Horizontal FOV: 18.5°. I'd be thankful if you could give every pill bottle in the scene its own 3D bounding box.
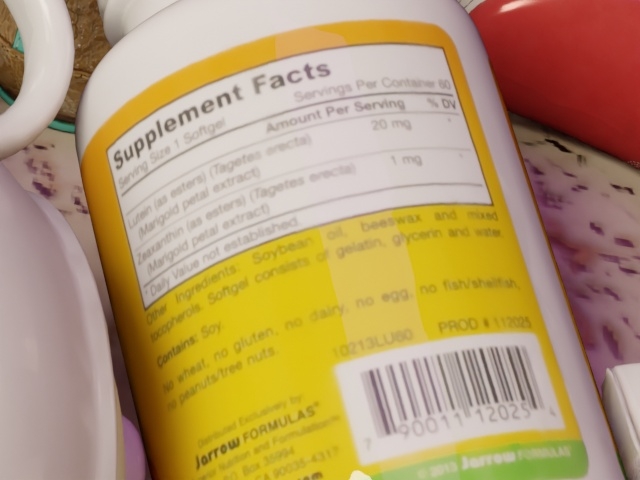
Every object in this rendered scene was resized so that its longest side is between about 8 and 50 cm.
[{"bbox_3d":[0.000,0.000,0.614,0.136,0.136,0.246,-8,68,-18],"label":"pill bottle"}]

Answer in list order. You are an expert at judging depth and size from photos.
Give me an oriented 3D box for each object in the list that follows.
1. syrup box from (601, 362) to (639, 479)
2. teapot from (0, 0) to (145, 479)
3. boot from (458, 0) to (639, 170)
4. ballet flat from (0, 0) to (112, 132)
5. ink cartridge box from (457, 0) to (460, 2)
[{"bbox_3d":[0.203,0.089,0.644,0.236,0.093,0.096,-7,50,-17],"label":"syrup box"},{"bbox_3d":[-0.135,0.054,0.530,0.187,0.256,0.252,3,28,-33],"label":"teapot"},{"bbox_3d":[0.163,-0.020,0.744,0.244,0.088,0.176,13,48,-4],"label":"boot"},{"bbox_3d":[-0.042,-0.189,0.827,0.116,0.124,0.342,26,48,6],"label":"ballet flat"},{"bbox_3d":[0.106,-0.181,0.871,0.153,0.087,0.208,15,47,-2],"label":"ink cartridge box"}]
